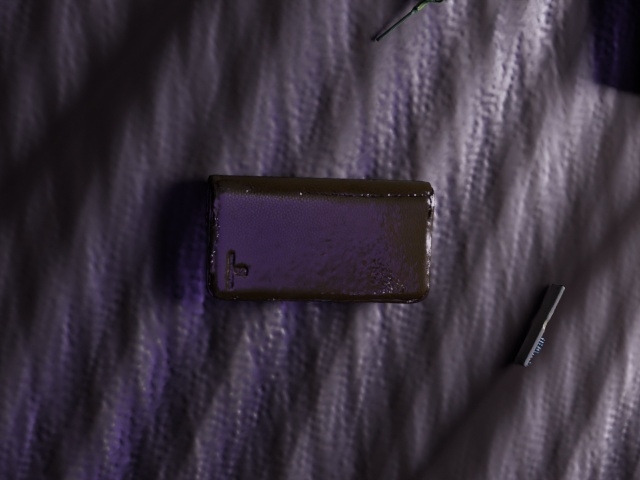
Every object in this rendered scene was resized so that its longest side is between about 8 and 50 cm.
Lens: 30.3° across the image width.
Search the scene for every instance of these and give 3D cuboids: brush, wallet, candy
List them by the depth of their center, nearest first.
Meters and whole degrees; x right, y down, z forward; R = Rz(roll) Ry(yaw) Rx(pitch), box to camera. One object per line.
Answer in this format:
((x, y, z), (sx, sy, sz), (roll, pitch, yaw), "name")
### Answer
((0.000, 0.000, 1.014), (0.198, 0.031, 0.110), (1, 96, -17), "wallet")
((0.080, -0.201, 1.024), (0.083, 0.025, 0.023), (-37, 62, -2), "candy")
((0.204, 0.079, 1.093), (0.013, 0.016, 0.083), (26, 88, -31), "brush")
